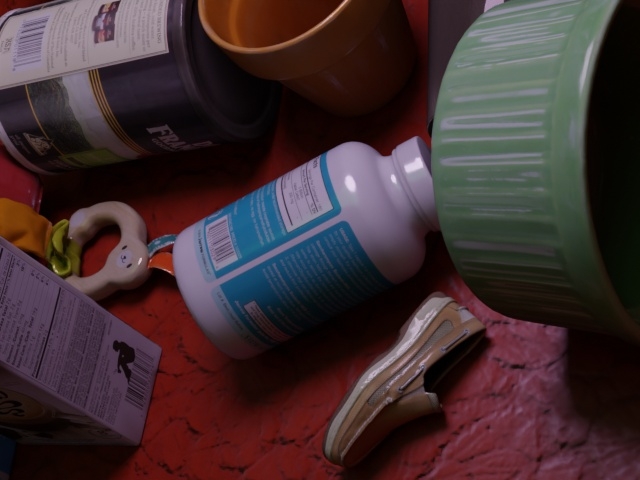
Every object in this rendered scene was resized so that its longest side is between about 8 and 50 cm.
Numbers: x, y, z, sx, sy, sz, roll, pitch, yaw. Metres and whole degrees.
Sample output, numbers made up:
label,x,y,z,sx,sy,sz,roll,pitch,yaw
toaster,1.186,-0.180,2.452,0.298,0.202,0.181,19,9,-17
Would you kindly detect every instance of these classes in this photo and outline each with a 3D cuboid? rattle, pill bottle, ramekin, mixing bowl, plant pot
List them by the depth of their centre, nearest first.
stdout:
label,x,y,z,sx,sy,sz,roll,pitch,yaw
ramekin,0.222,-0.067,1.015,0.148,0.303,0.303,2,64,40
pill bottle,0.000,0.000,1.198,0.264,0.146,0.146,-27,53,15
plant pot,0.007,-0.231,1.298,0.205,0.188,0.205,-15,57,24
rattle,-0.243,-0.007,1.357,0.199,0.143,0.130,11,51,41
mixing bowl,-0.382,-0.034,1.452,0.181,0.098,0.181,-170,90,-75

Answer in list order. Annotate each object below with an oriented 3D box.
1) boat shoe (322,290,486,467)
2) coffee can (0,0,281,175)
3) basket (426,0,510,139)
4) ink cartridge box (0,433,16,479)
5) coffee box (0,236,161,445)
label,x,y,z,sx,sy,sz,roll,pitch,yaw
boat shoe,0.080,0.136,1.129,0.072,0.068,0.190,34,84,27
coffee can,-0.211,-0.191,1.397,0.275,0.201,0.201,-7,60,28
basket,0.186,-0.200,1.205,0.204,0.154,0.227,2,69,24
ink cartridge box,-0.470,0.293,1.277,0.197,0.198,0.270,-8,61,26
coffee box,-0.316,0.104,1.228,0.168,0.297,0.119,-5,61,29
